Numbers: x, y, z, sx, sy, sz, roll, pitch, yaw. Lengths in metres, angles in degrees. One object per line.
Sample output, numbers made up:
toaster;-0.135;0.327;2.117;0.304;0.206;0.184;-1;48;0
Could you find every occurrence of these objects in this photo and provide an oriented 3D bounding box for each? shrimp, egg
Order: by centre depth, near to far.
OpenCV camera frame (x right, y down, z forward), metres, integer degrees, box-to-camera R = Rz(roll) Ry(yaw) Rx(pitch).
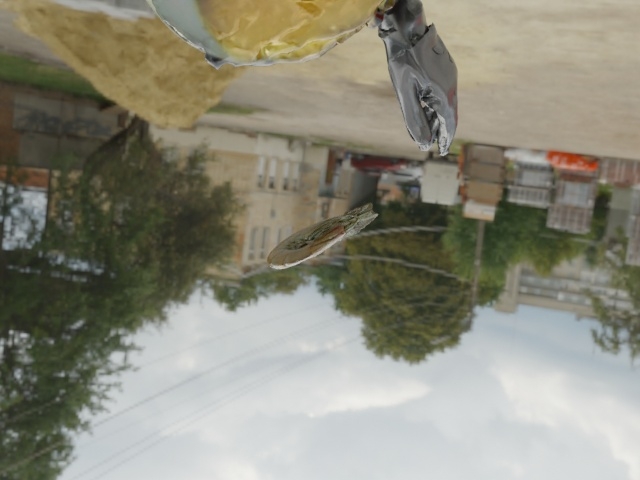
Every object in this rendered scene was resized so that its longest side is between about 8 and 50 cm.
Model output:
shrimp;0.000;0.000;0.730;0.108;0.023;0.059;-24;-164;18
egg;-0.052;-0.311;0.773;0.287;0.264;0.174;-9;-137;-20

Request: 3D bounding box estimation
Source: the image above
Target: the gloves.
gloves;0.153;-0.255;1.285;0.119;0.285;0.142;4;-140;33
